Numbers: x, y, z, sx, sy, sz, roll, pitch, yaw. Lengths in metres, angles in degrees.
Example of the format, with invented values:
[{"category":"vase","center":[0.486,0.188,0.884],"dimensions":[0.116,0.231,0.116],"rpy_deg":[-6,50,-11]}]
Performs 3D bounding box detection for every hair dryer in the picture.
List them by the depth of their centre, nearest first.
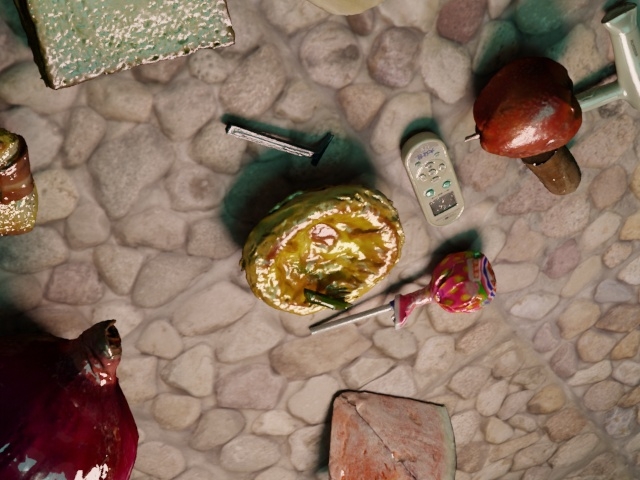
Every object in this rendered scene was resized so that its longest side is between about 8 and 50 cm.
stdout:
[{"category":"hair dryer","center":[0.461,-0.276,1.876],"dimensions":[0.237,0.075,0.206],"rpy_deg":[-28,130,11]}]

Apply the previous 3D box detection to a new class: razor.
[{"category":"razor","center":[-0.065,-0.157,1.729],"dimensions":[0.190,0.033,0.066],"rpy_deg":[12,123,-34]}]

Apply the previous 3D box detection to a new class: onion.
[{"category":"onion","center":[-0.423,0.264,1.727],"dimensions":[0.347,0.348,0.385],"rpy_deg":[23,119,-40]}]

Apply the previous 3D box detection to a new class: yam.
[{"category":"yam","center":[0.410,-0.141,1.949],"dimensions":[0.084,0.084,0.127],"rpy_deg":[-38,139,10]}]

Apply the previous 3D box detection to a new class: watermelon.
[{"category":"watermelon","center":[0.135,0.435,2.338],"dimensions":[0.283,0.293,0.250],"rpy_deg":[-15,-178,21]}]

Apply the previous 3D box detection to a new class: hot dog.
[{"category":"hot dog","center":[-0.471,-0.099,1.540],"dimensions":[0.123,0.093,0.261],"rpy_deg":[-22,152,-19]}]

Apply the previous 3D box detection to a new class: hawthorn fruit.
[{"category":"hawthorn fruit","center":[0.339,-0.219,1.797],"dimensions":[0.173,0.174,0.179],"rpy_deg":[9,152,-33]}]

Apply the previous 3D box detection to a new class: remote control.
[{"category":"remote control","center":[0.196,-0.107,1.902],"dimensions":[0.078,0.042,0.221],"rpy_deg":[-29,138,-1]}]

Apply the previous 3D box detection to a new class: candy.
[{"category":"candy","center":[0.155,0.117,2.067],"dimensions":[0.365,0.124,0.124],"rpy_deg":[-18,137,1]}]

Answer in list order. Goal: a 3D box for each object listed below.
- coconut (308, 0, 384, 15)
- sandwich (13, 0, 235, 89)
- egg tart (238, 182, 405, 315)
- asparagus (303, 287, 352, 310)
[{"category":"coconut","center":[0.016,-0.409,1.416],"dimensions":[0.222,0.202,0.202],"rpy_deg":[24,116,-42]},{"category":"sandwich","center":[-0.263,-0.338,1.415],"dimensions":[0.273,0.095,0.249],"rpy_deg":[-18,136,-12]},{"category":"egg tart","center":[0.000,0.000,1.852],"dimensions":[0.294,0.116,0.295],"rpy_deg":[-13,136,-12]},{"category":"asparagus","center":[0.012,0.103,1.855],"dimensions":[0.108,0.025,0.021],"rpy_deg":[18,112,-36]}]
